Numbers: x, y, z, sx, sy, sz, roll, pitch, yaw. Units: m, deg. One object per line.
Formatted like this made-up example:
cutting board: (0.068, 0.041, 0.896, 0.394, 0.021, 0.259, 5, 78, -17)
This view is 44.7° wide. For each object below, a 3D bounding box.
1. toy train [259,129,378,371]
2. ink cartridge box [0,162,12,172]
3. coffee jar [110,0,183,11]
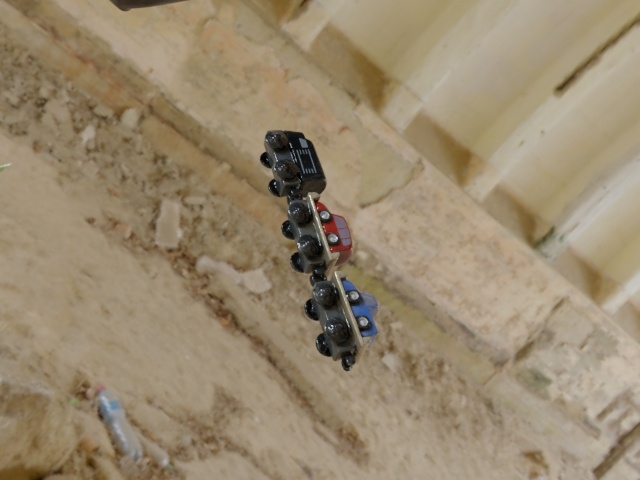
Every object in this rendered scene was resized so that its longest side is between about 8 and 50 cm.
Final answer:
toy train: (0.000, 0.000, 0.443, 0.036, 0.027, 0.158, -6, 59, -20)
ink cartridge box: (-0.387, -0.033, 0.597, 0.235, 0.171, 0.056, -28, 95, -55)
coffee jar: (-0.089, -0.225, 0.437, 0.096, 0.184, 0.079, -21, 51, -28)
